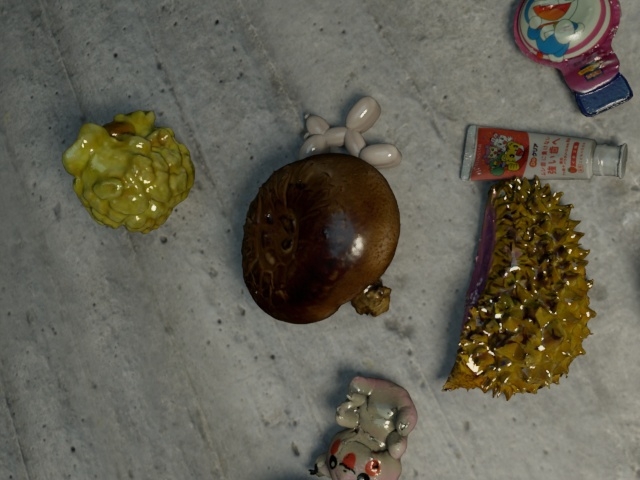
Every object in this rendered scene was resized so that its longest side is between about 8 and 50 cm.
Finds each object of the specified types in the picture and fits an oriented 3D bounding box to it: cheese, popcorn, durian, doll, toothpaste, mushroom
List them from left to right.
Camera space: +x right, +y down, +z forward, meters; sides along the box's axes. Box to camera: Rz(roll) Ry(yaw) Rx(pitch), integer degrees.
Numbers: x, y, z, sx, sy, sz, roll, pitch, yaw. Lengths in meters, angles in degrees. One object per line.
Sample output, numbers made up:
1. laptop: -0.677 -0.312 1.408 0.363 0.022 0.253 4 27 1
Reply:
1. popcorn: -0.330 -0.127 1.212 0.181 0.217 0.235 -36 29 36
2. mushroom: -0.006 0.005 1.073 0.297 0.163 0.278 -46 68 32
3. doll: 0.038 -0.162 1.156 0.160 0.059 0.160 -28 72 15
4. doll: 0.073 0.302 1.042 0.149 0.095 0.192 25 93 31
5. durian: 0.290 0.071 0.981 0.191 0.112 0.341 13 84 26
6. toothpaste: 0.328 -0.124 1.036 0.234 0.057 0.089 8 87 32
7. cheese: 0.378 -0.301 1.036 0.155 0.062 0.244 -23 73 16
